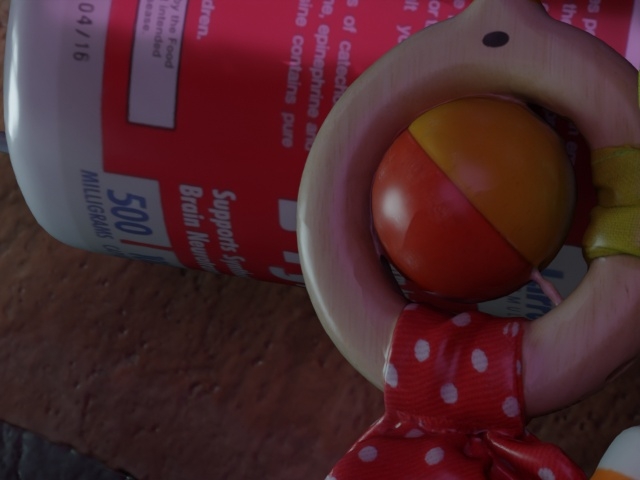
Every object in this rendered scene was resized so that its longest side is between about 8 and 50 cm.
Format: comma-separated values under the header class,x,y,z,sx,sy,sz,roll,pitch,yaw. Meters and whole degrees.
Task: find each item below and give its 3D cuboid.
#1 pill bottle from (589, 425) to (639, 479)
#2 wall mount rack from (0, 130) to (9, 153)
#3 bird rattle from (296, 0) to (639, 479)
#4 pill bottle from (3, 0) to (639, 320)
class,x,y,z,sx,sy,sz,roll,pitch,yaw
pill bottle,0.119,0.295,0.698,0.224,0.224,0.392,31,83,24
wall mount rack,-0.220,-0.013,0.851,0.131,0.350,0.304,19,52,5
bird rattle,0.078,0.013,0.671,0.253,0.143,0.207,-48,64,21
pill bottle,0.074,-0.078,0.821,0.408,0.229,0.229,9,75,12
